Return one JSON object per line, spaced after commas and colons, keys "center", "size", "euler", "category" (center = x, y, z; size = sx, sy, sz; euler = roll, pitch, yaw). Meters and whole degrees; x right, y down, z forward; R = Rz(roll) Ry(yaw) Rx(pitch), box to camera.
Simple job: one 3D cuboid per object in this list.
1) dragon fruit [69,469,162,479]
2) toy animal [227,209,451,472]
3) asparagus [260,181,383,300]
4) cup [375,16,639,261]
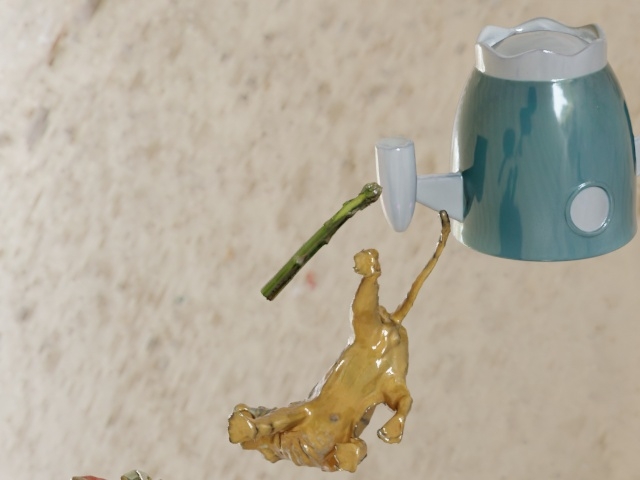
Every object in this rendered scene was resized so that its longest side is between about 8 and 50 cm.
{"center": [-0.170, 0.307, 1.075], "size": [0.231, 0.237, 0.302], "euler": [21, 56, 33], "category": "dragon fruit"}
{"center": [0.037, 0.090, 1.190], "size": [0.255, 0.114, 0.116], "euler": [-51, -3, 10], "category": "toy animal"}
{"center": [0.000, 0.000, 1.148], "size": [0.127, 0.018, 0.015], "euler": [-44, 39, 21], "category": "asparagus"}
{"center": [0.185, -0.090, 1.283], "size": [0.167, 0.300, 0.173], "euler": [-138, 41, -60], "category": "cup"}
